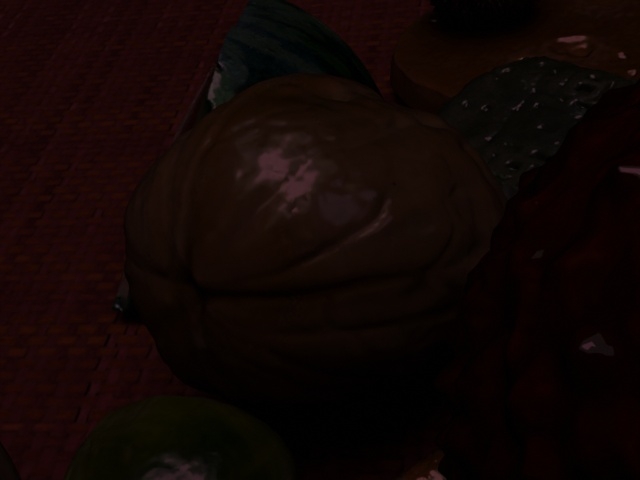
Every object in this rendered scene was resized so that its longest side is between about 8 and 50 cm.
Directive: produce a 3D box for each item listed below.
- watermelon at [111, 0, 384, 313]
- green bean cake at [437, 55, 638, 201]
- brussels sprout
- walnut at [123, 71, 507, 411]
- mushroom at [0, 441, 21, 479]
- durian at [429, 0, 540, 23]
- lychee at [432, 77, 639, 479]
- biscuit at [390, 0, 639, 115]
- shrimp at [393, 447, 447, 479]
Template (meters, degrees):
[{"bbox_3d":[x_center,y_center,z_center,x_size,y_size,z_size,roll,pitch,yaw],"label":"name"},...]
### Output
[{"bbox_3d":[-0.071,-0.111,1.039,0.319,0.222,0.292,-9,34,0],"label":"watermelon"},{"bbox_3d":[0.213,-0.065,0.967,0.227,0.125,0.222,24,62,39],"label":"green bean cake"},{"bbox_3d":[-0.107,0.191,0.731,0.180,0.144,0.161,-16,54,29],"label":"brussels sprout"},{"bbox_3d":[0.000,0.002,0.822,0.277,0.252,0.313,-31,-7,37],"label":"walnut"},{"bbox_3d":[-0.359,0.226,0.690,0.290,0.297,0.297,-39,32,23],"label":"mushroom"},{"bbox_3d":[0.198,-0.332,1.224,0.158,0.137,0.168,-1,26,48],"label":"durian"},{"bbox_3d":[0.297,0.074,0.557,0.500,0.424,0.424,-40,38,12],"label":"lychee"},{"bbox_3d":[0.290,-0.228,1.221,0.385,0.062,0.365,15,47,30],"label":"biscuit"},{"bbox_3d":[0.141,0.189,0.749,0.236,0.053,0.133,-31,41,-19],"label":"shrimp"}]
